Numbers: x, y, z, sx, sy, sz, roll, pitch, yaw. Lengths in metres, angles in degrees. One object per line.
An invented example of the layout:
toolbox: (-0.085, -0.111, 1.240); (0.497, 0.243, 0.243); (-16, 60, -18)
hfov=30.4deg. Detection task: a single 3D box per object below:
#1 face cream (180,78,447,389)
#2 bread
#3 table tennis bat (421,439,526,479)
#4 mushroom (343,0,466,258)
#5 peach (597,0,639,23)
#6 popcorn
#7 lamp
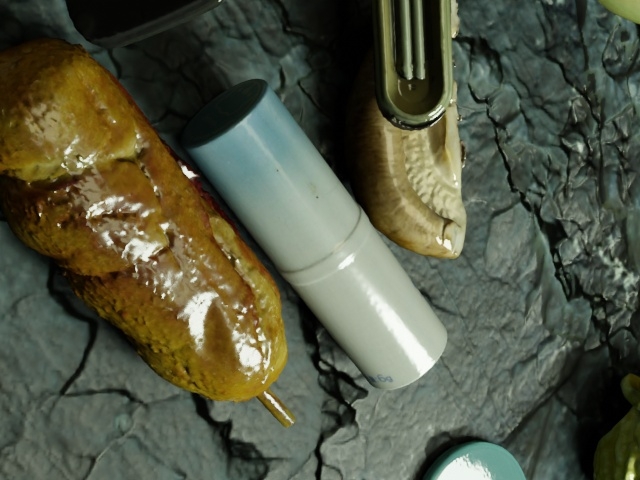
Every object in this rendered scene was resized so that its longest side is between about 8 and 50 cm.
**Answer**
face cream: (0.000, 0.000, 0.864); (0.077, 0.077, 0.250); (-49, 119, -21)
bread: (-0.105, 0.010, 0.788); (0.124, 0.084, 0.344); (-48, 119, -21)
table tennis bat: (0.147, 0.267, 1.026); (0.124, 0.033, 0.201); (-36, 112, -25)
mushroom: (0.064, -0.088, 0.903); (0.094, 0.072, 0.209); (-5, 92, -37)
peach: (0.313, -0.307, 0.916); (0.247, 0.292, 0.292); (31, 75, -6)
popcorn: (0.316, 0.202, 1.078); (0.136, 0.141, 0.162); (-24, 88, 8)
lamp: (-0.031, -0.158, 0.781); (0.283, 0.124, 0.203); (-14, 92, -47)
